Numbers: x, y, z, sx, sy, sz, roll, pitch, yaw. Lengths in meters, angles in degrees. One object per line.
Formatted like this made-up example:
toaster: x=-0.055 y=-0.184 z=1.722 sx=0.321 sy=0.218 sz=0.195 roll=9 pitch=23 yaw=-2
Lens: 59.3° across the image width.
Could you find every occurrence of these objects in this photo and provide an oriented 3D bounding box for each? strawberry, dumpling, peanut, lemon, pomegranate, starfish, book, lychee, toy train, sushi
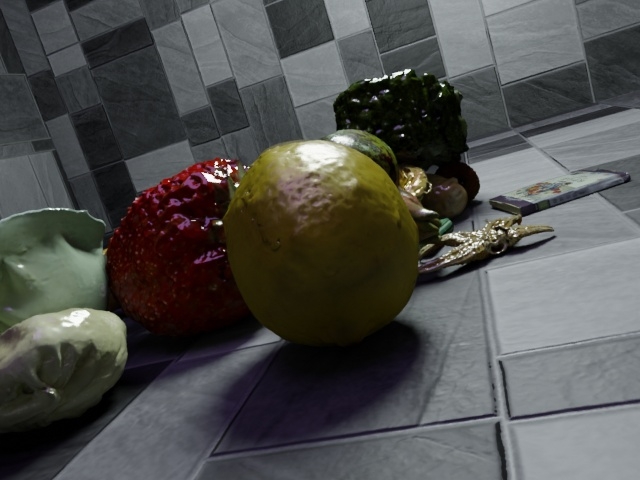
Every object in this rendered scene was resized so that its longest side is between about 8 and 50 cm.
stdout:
strawberry: x=-0.241 y=0.020 z=0.998 sx=0.351 sy=0.267 sz=0.312 roll=-11 pitch=44 yaw=23
dumpling: x=-0.507 y=0.117 z=0.938 sx=0.270 sy=0.321 sz=0.211 roll=8 pitch=-16 yaw=-41
peanut: x=0.209 y=-0.086 z=1.280 sx=0.263 sy=0.101 sz=0.117 roll=-13 pitch=43 yaw=37
lemon: x=0.001 y=0.002 z=0.743 sx=0.260 sy=0.261 sz=0.284 roll=-15 pitch=36 yaw=13
pomegranate: x=0.073 y=-0.070 z=0.976 sx=0.276 sy=0.222 sz=0.204 roll=11 pitch=27 yaw=-4
starfish: x=0.257 y=0.000 z=0.940 sx=0.247 sy=0.050 sz=0.138 roll=-16 pitch=9 yaw=-8
book: x=0.483 y=-0.105 z=1.158 sx=0.231 sy=0.026 sz=0.157 roll=-18 pitch=11 yaw=-3
lychee: x=0.319 y=-0.131 z=1.327 sx=0.114 sy=0.114 sz=0.146 roll=-15 pitch=-2 yaw=11
toy train: x=0.204 y=-0.006 z=1.075 sx=0.070 sy=0.038 sz=0.148 roll=-7 pitch=14 yaw=32
sushi: x=0.193 y=-0.254 z=1.314 sx=0.293 sy=0.178 sz=0.352 roll=-10 pitch=-6 yaw=16

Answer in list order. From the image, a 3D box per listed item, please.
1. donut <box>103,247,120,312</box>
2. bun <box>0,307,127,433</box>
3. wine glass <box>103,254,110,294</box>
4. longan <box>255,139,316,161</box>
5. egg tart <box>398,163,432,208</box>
donut: x=-0.512 y=0.085 z=1.397 sx=0.317 sy=0.150 sz=0.299 roll=-25 pitch=7 yaw=-27
bun: x=-0.380 y=0.189 z=0.783 sx=0.229 sy=0.145 sz=0.229 roll=-21 pitch=-23 yaw=-9
wine glass: x=-0.480 y=0.117 z=1.101 sx=0.103 sy=0.103 sz=0.222 roll=-3 pitch=53 yaw=53
longan: x=-0.055 y=-0.109 z=1.405 sx=0.288 sy=0.289 sz=0.350 roll=-19 pitch=4 yaw=-8
egg tart: x=0.125 y=-0.050 z=1.167 sx=0.290 sy=0.107 sz=0.291 roll=-33 pitch=25 yaw=17
